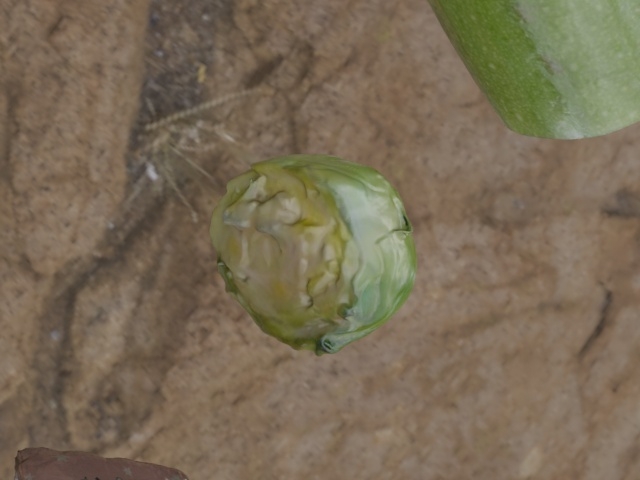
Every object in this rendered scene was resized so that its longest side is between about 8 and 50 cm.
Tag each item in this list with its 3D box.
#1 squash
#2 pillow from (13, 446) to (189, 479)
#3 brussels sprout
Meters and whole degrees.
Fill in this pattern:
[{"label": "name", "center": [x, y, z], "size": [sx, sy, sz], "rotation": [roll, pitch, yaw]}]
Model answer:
[{"label": "squash", "center": [0.206, -0.317, 1.232], "size": [0.263, 0.263, 0.384], "rotation": [-44, 129, -9]}, {"label": "pillow", "center": [-0.122, 0.237, 0.766], "size": [0.135, 0.248, 0.049], "rotation": [19, 124, -34]}, {"label": "brussels sprout", "center": [0.004, 0.001, 0.931], "size": [0.149, 0.151, 0.122], "rotation": [-46, 167, 34]}]
